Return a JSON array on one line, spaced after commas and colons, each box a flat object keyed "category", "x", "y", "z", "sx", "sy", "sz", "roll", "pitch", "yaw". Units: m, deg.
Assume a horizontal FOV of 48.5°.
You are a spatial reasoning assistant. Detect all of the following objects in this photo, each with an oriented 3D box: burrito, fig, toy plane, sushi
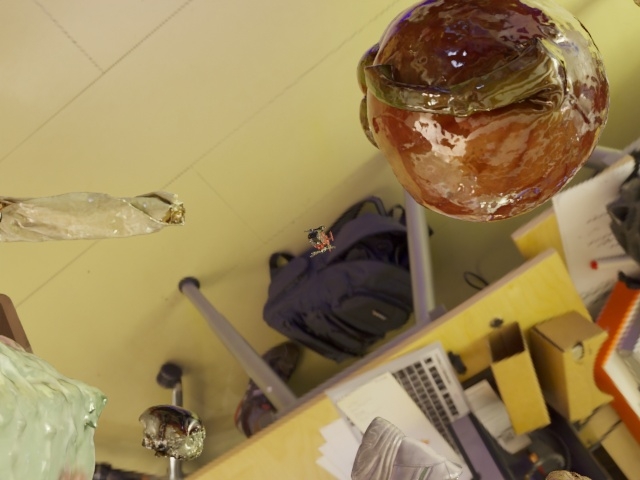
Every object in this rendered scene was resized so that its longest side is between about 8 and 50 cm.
[{"category": "burrito", "x": -0.447, "y": -0.048, "z": 1.302, "sx": 0.392, "sy": 0.076, "sz": 0.117, "roll": -2, "pitch": 147, "yaw": -4}, {"category": "fig", "x": 0.129, "y": -0.109, "z": 0.560, "sx": 0.205, "sy": 0.205, "sz": 0.205, "roll": -6, "pitch": 119, "yaw": -10}, {"category": "toy plane", "x": 0.000, "y": 0.000, "z": 1.503, "sx": 0.037, "sy": 0.145, "sz": 0.060, "roll": -18, "pitch": 87, "yaw": 14}, {"category": "sushi", "x": -0.154, "y": 0.190, "z": 0.717, "sx": 0.044, "sy": 0.083, "sz": 0.046, "roll": 4, "pitch": 90, "yaw": -54}]

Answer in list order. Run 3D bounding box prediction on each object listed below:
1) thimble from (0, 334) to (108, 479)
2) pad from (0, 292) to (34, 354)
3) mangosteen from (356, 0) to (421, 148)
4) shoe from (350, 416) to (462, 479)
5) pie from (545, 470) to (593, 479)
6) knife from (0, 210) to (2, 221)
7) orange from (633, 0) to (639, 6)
[{"category": "thimble", "x": -0.208, "y": 0.123, "z": 0.323, "sx": 0.211, "sy": 0.185, "sz": 0.149, "roll": -35, "pitch": 166, "yaw": -6}, {"category": "pad", "x": -0.415, "y": 0.195, "z": 0.848, "sx": 0.176, "sy": 0.266, "sz": 0.002, "roll": -34, "pitch": 147, "yaw": -7}, {"category": "mangosteen", "x": 0.141, "y": -0.183, "z": 0.838, "sx": 0.209, "sy": 0.210, "sz": 0.210, "roll": -6, "pitch": 119, "yaw": -10}, {"category": "shoe", "x": 0.085, "y": 0.361, "z": 0.903, "sx": 0.137, "sy": 0.245, "sz": 0.095, "roll": 18, "pitch": 156, "yaw": 16}, {"category": "pie", "x": 0.325, "y": 0.313, "z": 0.812, "sx": 0.154, "sy": 0.154, "sz": 0.036, "roll": 28, "pitch": 95, "yaw": -25}, {"category": "knife", "x": -0.595, "y": -0.017, "z": 1.198, "sx": 0.121, "sy": 0.018, "sz": 0.031, "roll": -29, "pitch": 84, "yaw": -16}, {"category": "orange", "x": 0.518, "y": -0.397, "z": 1.022, "sx": 0.156, "sy": 0.134, "sz": 0.157, "roll": -3, "pitch": 105, "yaw": -10}]
